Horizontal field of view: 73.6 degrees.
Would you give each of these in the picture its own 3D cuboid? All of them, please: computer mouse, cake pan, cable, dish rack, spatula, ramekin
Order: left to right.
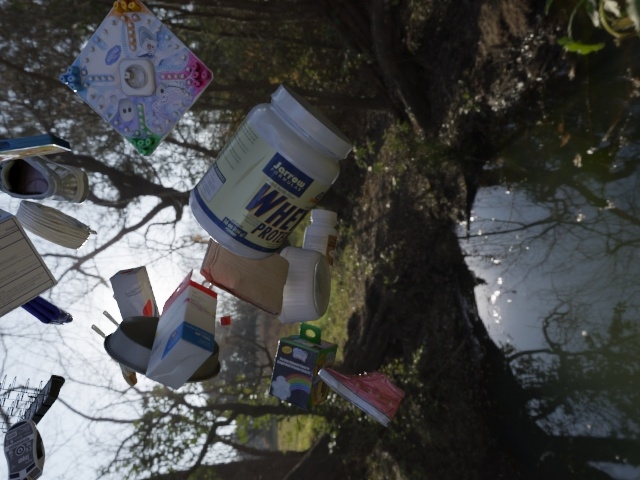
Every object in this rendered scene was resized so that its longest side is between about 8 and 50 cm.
[{"bbox_3d":[-0.863,0.426,1.140,0.208,0.271,0.074,-47,39,20],"label":"dish rack"},{"bbox_3d":[-0.590,0.459,0.869,0.193,0.106,0.042,61,170,29],"label":"computer mouse"},{"bbox_3d":[-1.016,-0.059,1.629,0.089,0.257,0.257,-59,9,-3],"label":"cable"},{"bbox_3d":[-0.727,0.291,1.521,0.242,0.019,0.168,92,-162,-57],"label":"spatula"},{"bbox_3d":[-0.386,0.265,1.084,0.293,0.293,0.054,-134,64,-85],"label":"cake pan"},{"bbox_3d":[-0.053,0.153,1.461,0.273,0.127,0.273,0,-90,-72],"label":"ramekin"}]

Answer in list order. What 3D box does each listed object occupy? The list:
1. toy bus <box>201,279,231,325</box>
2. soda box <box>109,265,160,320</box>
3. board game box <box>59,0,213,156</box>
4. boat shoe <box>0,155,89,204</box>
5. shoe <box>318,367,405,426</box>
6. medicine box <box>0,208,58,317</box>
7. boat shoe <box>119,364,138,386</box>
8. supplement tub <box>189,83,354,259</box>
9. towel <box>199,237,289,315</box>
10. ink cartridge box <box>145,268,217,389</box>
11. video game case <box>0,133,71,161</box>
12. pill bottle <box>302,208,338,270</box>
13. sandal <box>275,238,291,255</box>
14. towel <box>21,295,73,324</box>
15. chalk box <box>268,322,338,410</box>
[{"bbox_3d":[-0.439,0.260,1.559,0.191,0.202,0.104,56,165,-17],"label":"toy bus"},{"bbox_3d":[-0.614,0.236,1.453,0.091,0.098,0.287,-99,0,-76],"label":"soda box"},{"bbox_3d":[-0.630,-0.556,1.456,0.390,0.390,0.050,44,-166,-7],"label":"board game box"},{"bbox_3d":[-0.706,-0.153,1.027,0.103,0.320,0.118,-6,-69,-68],"label":"boat shoe"},{"bbox_3d":[0.087,0.304,0.903,0.081,0.178,0.063,-52,-22,-20],"label":"shoe"},{"bbox_3d":[-1.065,0.086,1.377,0.263,0.149,0.290,-40,-50,-37],"label":"medicine box"},{"bbox_3d":[-0.728,0.490,1.631,0.136,0.045,0.050,67,-165,-5],"label":"boat shoe"},{"bbox_3d":[-0.106,-0.144,0.936,0.325,0.235,0.235,-48,19,17],"label":"supplement tub"},{"bbox_3d":[-0.200,0.077,1.206,0.282,0.049,0.187,35,-131,-36],"label":"towel"},{"bbox_3d":[-0.294,0.184,0.933,0.134,0.078,0.231,-46,28,19],"label":"ink cartridge box"},{"bbox_3d":[-0.413,-0.108,0.532,0.119,0.166,0.015,-159,57,-67],"label":"video game case"},{"bbox_3d":[0.000,0.000,1.676,0.131,0.131,0.230,122,157,-84],"label":"pill bottle"},{"bbox_3d":[-0.209,-0.094,1.734,0.446,0.107,0.168,61,-143,-19],"label":"sandal"},{"bbox_3d":[-1.104,0.259,1.675,0.076,0.227,0.308,-60,11,-23],"label":"towel"},{"bbox_3d":[-0.057,0.466,1.654,0.179,0.180,0.289,14,-92,-63],"label":"chalk box"}]
